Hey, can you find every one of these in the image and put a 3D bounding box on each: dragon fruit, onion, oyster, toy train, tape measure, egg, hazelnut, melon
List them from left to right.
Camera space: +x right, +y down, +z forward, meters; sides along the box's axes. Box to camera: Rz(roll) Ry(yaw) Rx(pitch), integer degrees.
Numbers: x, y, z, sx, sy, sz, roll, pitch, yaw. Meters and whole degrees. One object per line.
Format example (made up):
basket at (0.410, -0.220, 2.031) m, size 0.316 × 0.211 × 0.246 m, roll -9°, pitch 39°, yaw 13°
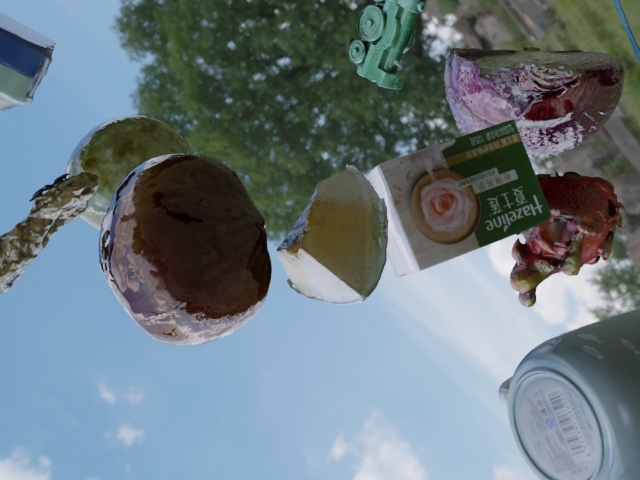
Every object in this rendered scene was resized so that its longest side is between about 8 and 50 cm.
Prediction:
tape measure at (-0.597, -0.330, 1.402) m, size 0.259 × 0.138 × 0.262 m, roll 24°, pitch -170°, yaw -30°
oyster at (-0.464, 0.019, 1.235) m, size 0.078 × 0.345 × 0.128 m, roll 48°, pitch -177°, yaw -4°
egg at (-0.367, -0.118, 1.567) m, size 0.238 × 0.238 × 0.289 m, roll 53°, pitch -149°, yaw -1°
hazelnut at (-0.141, 0.003, 0.854) m, size 0.178 × 0.178 × 0.204 m, roll 25°, pitch -136°, yaw -47°
melon at (0.001, 0.004, 0.896) m, size 0.093 × 0.139 × 0.202 m, roll 29°, pitch -141°, yaw -20°
toy train at (0.111, -0.340, 1.314) m, size 0.071 × 0.178 × 0.104 m, roll -1°, pitch -148°, yaw -40°
onion at (0.311, -0.195, 1.195) m, size 0.348 × 0.267 × 0.159 m, roll -55°, pitch -34°, yaw -68°
dragon fruit at (0.319, -0.005, 1.094) m, size 0.133 × 0.207 × 0.150 m, roll 27°, pitch 175°, yaw 46°

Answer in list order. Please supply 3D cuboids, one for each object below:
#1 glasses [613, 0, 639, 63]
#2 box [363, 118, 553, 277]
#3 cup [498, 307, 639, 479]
glasses at (0.483, -0.335, 1.117) m, size 0.220 × 0.189 × 0.088 m, roll 41°, pitch -168°, yaw -22°
box at (0.163, -0.051, 0.989) m, size 0.135 × 0.199 × 0.081 m, roll 68°, pitch 164°, yaw 3°
cup at (0.422, 0.245, 1.264) m, size 0.274 × 0.357 × 0.259 m, roll -10°, pitch -85°, yaw -30°
